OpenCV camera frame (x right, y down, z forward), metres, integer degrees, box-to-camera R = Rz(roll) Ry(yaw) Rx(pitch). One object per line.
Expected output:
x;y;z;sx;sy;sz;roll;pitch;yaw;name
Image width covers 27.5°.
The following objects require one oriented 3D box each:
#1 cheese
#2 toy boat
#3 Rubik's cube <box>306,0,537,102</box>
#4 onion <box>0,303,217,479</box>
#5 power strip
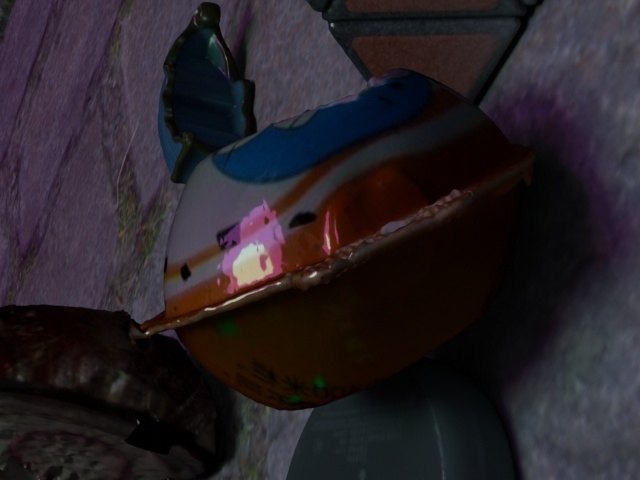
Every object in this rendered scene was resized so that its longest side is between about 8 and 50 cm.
0.000;0.000;0.676;0.129;0.217;0.329;66;173;-5;cheese
-0.089;-0.117;1.041;0.185;0.075;0.077;-101;30;-51;toy boat
0.054;-0.229;0.685;0.229;0.228;0.233;46;173;20;Rubik's cube
-0.224;0.114;1.016;0.314;0.280;0.146;-36;32;57;onion
0.030;0.128;0.681;0.216;0.044;0.137;-19;61;63;power strip
